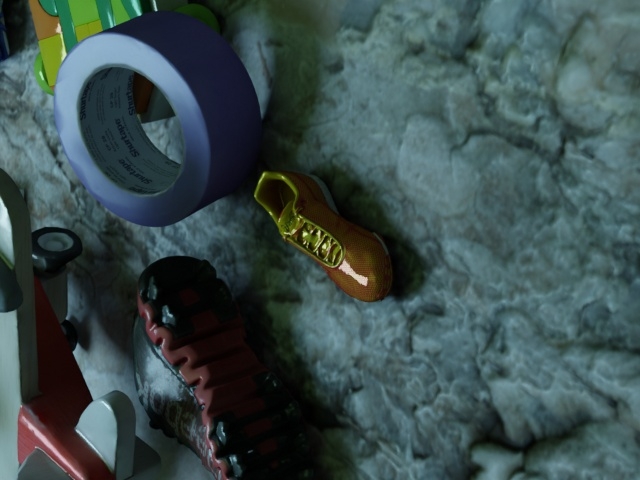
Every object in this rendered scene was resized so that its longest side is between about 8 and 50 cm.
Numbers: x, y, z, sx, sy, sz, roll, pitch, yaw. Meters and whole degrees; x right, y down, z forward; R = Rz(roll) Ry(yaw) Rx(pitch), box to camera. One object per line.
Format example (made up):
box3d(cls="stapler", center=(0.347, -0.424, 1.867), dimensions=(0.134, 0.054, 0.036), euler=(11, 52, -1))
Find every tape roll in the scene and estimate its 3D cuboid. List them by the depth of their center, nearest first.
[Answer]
box3d(cls="tape roll", center=(-0.152, -0.113, 1.712), dimensions=(0.189, 0.080, 0.189), euler=(17, 120, 32))

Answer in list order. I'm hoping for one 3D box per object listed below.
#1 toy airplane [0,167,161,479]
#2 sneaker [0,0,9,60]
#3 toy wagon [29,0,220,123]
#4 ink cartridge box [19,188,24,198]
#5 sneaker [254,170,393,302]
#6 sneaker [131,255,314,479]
box3d(cls="toy airplane", center=(-0.322, 0.152, 1.763), dimensions=(0.384, 0.272, 0.386), euler=(153, 109, -67))
box3d(cls="sneaker", center=(-0.384, -0.261, 2.061), dimensions=(0.131, 0.112, 0.296), euler=(45, 132, 30))
box3d(cls="toy wagon", center=(-0.224, -0.282, 1.835), dimensions=(0.267, 0.068, 0.344), euler=(-7, 98, 51))
box3d(cls="ink cartridge box", center=(-0.395, 0.060, 2.071), dimensions=(0.134, 0.078, 0.231), euler=(-5, 85, 52))
box3d(cls="sneaker", center=(0.000, 0.000, 1.587), dimensions=(0.175, 0.067, 0.064), euler=(42, 119, 41))
box3d(cls="sneaker", center=(-0.095, 0.153, 1.683), dimensions=(0.276, 0.098, 0.135), euler=(59, 145, 24))
